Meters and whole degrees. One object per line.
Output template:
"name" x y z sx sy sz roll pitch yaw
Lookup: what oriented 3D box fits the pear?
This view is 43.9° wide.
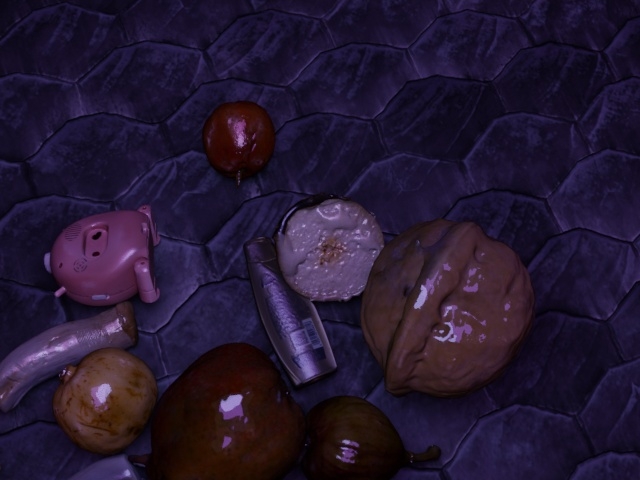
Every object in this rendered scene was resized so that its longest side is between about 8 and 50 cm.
"pear" 0.001 0.002 1.806 0.266 0.178 0.267 -4 106 -15

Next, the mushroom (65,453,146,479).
"mushroom" -0.496 0.551 1.595 0.328 0.122 0.159 -22 65 -11

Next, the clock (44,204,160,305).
"clock" -0.481 0.029 1.736 0.241 0.142 0.227 -6 46 -3

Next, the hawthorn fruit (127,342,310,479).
"hawthorn fruit" -0.189 0.371 1.591 0.324 0.308 0.308 -31 75 -36

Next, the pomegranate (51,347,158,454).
"pomegranate" -0.449 0.326 1.632 0.215 0.215 0.216 2 71 -5

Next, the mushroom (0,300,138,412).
"mushroom" -0.554 0.242 1.709 0.351 0.095 0.123 -29 81 -14

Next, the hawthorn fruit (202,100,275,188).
"hawthorn fruit" -0.192 -0.220 1.858 0.179 0.179 0.201 3 71 -4

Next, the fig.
"fig" 0.122 0.436 1.664 0.320 0.217 0.217 8 70 -22

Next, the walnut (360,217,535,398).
"walnut" 0.267 0.144 1.672 0.383 0.384 0.384 2 71 -5

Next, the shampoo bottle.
"shampoo bottle" -0.079 0.154 1.787 0.125 0.084 0.350 -22 74 -14
